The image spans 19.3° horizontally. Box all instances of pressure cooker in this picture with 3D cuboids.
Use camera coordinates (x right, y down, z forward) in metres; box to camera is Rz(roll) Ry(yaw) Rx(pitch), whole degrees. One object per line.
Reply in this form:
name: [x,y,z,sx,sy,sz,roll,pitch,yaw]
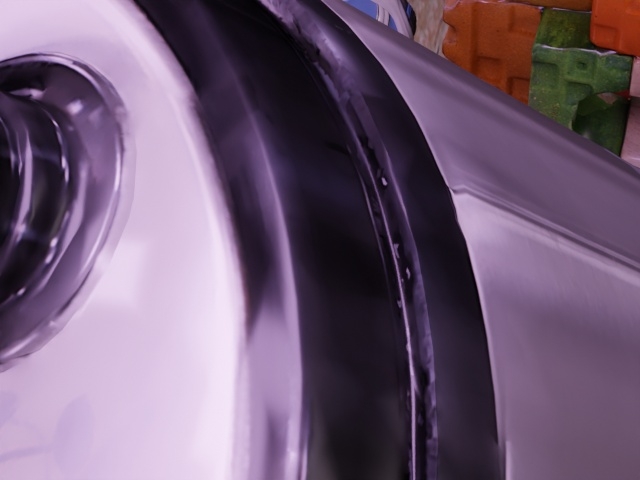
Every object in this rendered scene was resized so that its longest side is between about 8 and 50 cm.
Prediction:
pressure cooker: [-0.059,0.093,0.568,0.420,0.370,0.375,22,76,-48]

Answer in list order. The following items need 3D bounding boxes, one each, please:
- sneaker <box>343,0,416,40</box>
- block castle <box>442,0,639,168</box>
sneaker: [0.019,-0.081,1.050,0.211,0.080,0.081,44,51,-54]
block castle: [0.196,-0.170,1.103,0.453,0.213,0.303,88,14,-50]
